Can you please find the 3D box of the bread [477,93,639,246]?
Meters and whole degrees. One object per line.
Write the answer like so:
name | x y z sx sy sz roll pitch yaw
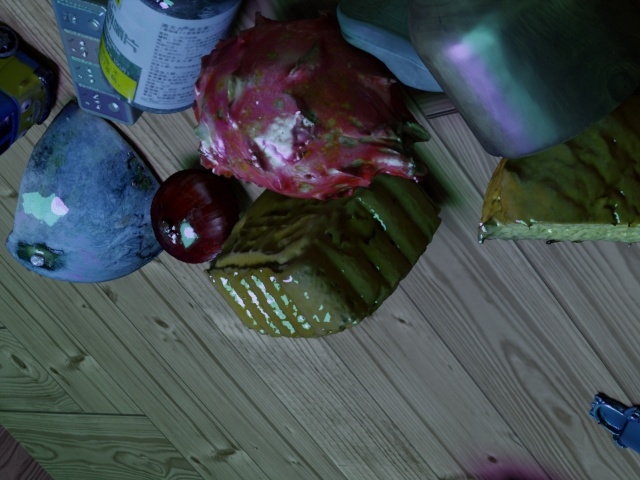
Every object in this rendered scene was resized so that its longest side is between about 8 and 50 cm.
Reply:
bread | 0.256 -0.060 1.307 0.228 0.140 0.143 1 165 -18

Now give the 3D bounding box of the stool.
stool | 0.144 -0.223 1.201 0.179 0.179 0.264 -8 127 53

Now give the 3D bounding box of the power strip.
power strip | -0.250 -0.232 1.779 0.145 0.061 0.216 21 147 18

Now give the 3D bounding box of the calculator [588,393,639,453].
calculator | 0.390 0.237 1.726 0.141 0.019 0.094 32 150 15

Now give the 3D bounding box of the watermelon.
watermelon | -0.335 -0.019 2.042 0.188 0.175 0.322 29 151 19

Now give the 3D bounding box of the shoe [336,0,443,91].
shoe | 0.102 -0.190 1.402 0.195 0.079 0.078 27 154 28

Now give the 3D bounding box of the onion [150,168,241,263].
onion | -0.167 -0.032 1.889 0.131 0.131 0.131 29 149 19

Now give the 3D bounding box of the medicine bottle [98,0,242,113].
medicine bottle | -0.155 -0.264 1.527 0.141 0.141 0.293 38 151 3

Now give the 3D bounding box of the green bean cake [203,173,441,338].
green bean cake | 0.000 0.000 1.637 0.131 0.224 0.229 52 152 -22

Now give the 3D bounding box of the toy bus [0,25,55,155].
toy bus | -0.526 -0.236 1.957 0.287 0.175 0.138 37 150 4

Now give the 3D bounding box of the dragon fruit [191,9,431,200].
dragon fruit | -0.006 -0.134 1.482 0.268 0.205 0.210 23 110 23
